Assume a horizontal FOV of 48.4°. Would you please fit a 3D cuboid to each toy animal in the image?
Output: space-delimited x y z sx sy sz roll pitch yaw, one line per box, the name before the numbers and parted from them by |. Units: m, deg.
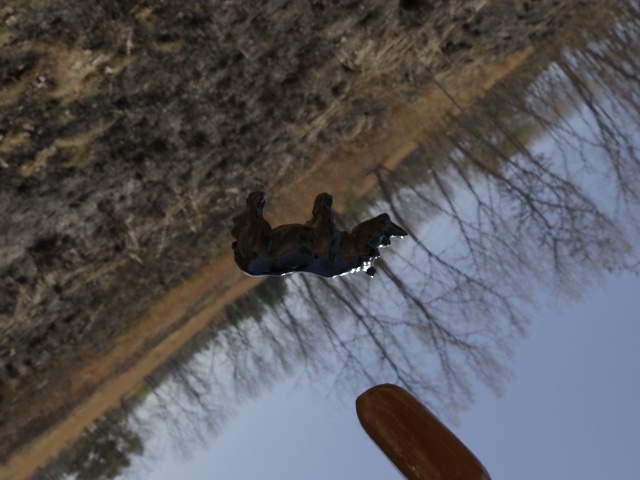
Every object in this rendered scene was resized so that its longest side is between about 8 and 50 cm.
toy animal | 0.000 0.000 0.543 0.047 0.135 0.065 103 -16 -54

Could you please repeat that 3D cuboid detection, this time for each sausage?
sausage | 0.154 0.316 1.087 0.105 0.105 0.274 -43 -139 -6
